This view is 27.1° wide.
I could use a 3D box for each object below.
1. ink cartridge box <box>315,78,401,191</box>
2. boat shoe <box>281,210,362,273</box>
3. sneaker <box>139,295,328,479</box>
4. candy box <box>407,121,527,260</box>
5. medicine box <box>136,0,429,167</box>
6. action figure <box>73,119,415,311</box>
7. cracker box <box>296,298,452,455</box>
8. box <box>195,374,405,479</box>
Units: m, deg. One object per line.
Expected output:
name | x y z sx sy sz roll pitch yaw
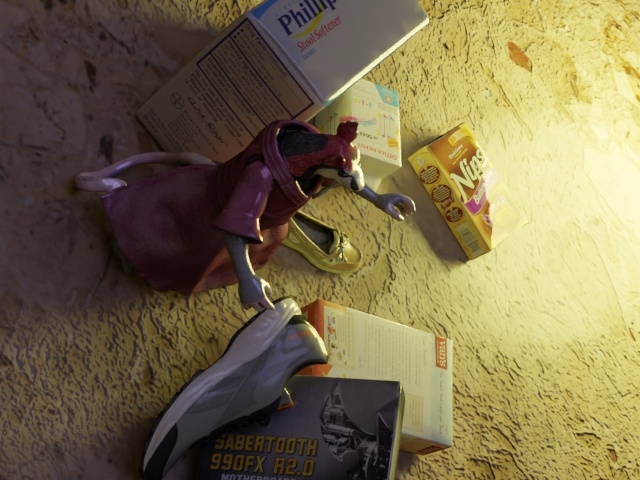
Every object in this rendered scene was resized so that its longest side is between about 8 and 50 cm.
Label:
ink cartridge box | 0.054 -0.145 1.897 0.092 0.090 0.143 15 61 -33
boat shoe | 0.000 -0.002 1.817 0.153 0.048 0.056 31 54 -23
sneaker | -0.103 0.188 1.548 0.271 0.100 0.108 -44 86 -9
candy box | 0.225 -0.076 2.025 0.109 0.053 0.186 -34 91 -41
medicine box | -0.050 -0.225 1.718 0.149 0.289 0.263 52 48 -6
action figure | -0.074 -0.068 1.574 0.248 0.370 0.275 -31 86 -45
cracker box | 0.070 0.186 1.772 0.232 0.067 0.155 19 60 -29
box | -0.023 0.252 1.579 0.056 0.231 0.183 71 25 -56
